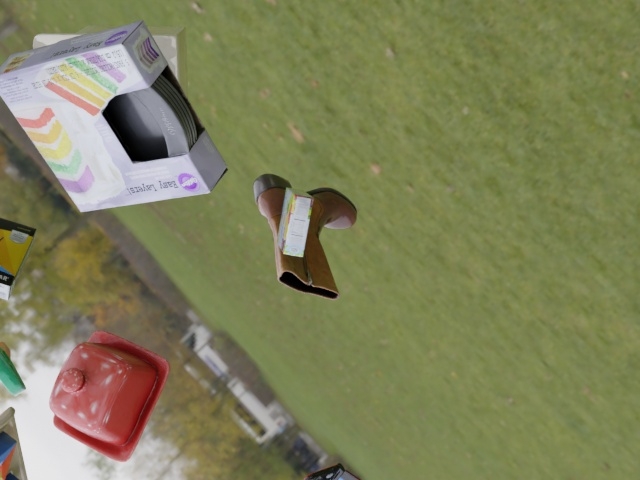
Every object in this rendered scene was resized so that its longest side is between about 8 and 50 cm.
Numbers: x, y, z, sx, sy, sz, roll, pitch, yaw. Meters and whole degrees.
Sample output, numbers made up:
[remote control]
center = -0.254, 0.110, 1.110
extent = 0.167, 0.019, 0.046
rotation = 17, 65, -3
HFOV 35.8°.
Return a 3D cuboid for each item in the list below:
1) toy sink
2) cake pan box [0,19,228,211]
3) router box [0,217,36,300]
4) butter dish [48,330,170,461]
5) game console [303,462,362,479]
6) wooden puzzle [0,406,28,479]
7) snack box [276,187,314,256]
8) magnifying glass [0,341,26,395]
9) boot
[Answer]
[toy sink]
center = -0.345, -0.279, 1.663
extent = 0.131, 0.234, 0.153
rotation = -94, 3, -71
[cake pan box]
center = -0.286, -0.162, 1.365
extent = 0.266, 0.070, 0.246
rotation = -5, 130, 31
[router box]
center = -0.585, 0.013, 1.657
extent = 0.179, 0.133, 0.046
rotation = 18, 137, -8
[butter dish]
center = -0.320, 0.209, 1.397
extent = 0.160, 0.160, 0.118
rotation = 19, 169, 28
[game console]
center = 0.011, 0.476, 1.769
extent = 0.124, 0.144, 0.085
rotation = -8, -131, -44
[wooden puzzle]
center = -0.748, 0.560, 2.113
extent = 0.080, 0.322, 0.348
rotation = 32, 139, 17
[snack box]
center = -0.044, -0.033, 1.668
extent = 0.037, 0.100, 0.141
rotation = 11, -173, -8
[magnifying glass]
center = -0.468, 0.176, 1.458
extent = 0.092, 0.026, 0.231
rotation = 57, 164, -11
[boot]
center = 0.000, 0.000, 2.015
extent = 0.264, 0.096, 0.280
rotation = 24, -147, -39
